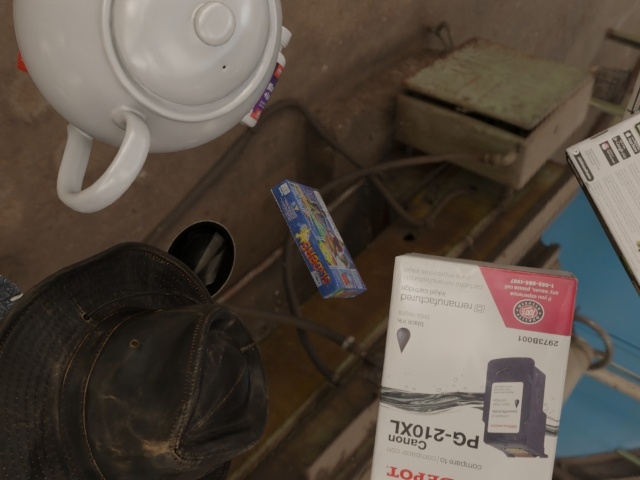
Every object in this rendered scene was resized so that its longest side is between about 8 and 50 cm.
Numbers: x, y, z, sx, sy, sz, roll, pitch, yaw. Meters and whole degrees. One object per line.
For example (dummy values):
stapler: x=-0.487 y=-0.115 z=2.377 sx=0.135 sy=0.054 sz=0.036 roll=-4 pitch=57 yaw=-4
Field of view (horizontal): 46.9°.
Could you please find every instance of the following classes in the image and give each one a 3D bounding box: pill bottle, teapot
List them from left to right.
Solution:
teapot: x=-0.130 y=-0.181 z=0.632 sx=0.253 sy=0.187 sz=0.256 roll=-20 pitch=116 yaw=-27
pill bottle: x=-0.133 y=-0.324 z=1.407 sx=0.193 sy=0.108 sz=0.108 roll=-63 pitch=151 yaw=3

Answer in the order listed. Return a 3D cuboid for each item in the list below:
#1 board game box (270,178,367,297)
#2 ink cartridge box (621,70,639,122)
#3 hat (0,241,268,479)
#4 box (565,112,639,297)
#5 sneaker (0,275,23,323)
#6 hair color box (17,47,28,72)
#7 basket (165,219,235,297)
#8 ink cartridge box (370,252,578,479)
board game box: x=0.000 y=0.000 z=1.231 sx=0.035 sy=0.201 sz=0.136 roll=-30 pitch=165 yaw=18
ink cartridge box: x=0.574 y=-0.183 z=1.098 sx=0.171 sy=0.168 sz=0.232 roll=-155 pitch=-95 yaw=-75
hat: x=-0.130 y=0.149 z=0.670 sx=0.331 sy=0.134 sz=0.331 roll=26 pitch=59 yaw=-57
box: x=0.290 y=-0.004 z=0.571 sx=0.114 sy=0.207 sz=0.036 roll=-26 pitch=166 yaw=14
sneaker: x=-0.462 y=0.151 z=1.048 sx=0.110 sy=0.122 sz=0.283 roll=-48 pitch=135 yaw=-36
hair color box: x=-0.360 y=-0.300 z=0.987 sx=0.167 sy=0.053 sz=0.093 roll=-41 pitch=-151 yaw=56
basket: x=-0.288 y=0.042 z=1.782 sx=0.204 sy=0.154 sz=0.227 roll=-62 pitch=-172 yaw=1
ink cartridge box: x=0.151 y=0.140 z=0.737 sx=0.100 sy=0.172 sz=0.237 roll=-6 pitch=102 yaw=-75
